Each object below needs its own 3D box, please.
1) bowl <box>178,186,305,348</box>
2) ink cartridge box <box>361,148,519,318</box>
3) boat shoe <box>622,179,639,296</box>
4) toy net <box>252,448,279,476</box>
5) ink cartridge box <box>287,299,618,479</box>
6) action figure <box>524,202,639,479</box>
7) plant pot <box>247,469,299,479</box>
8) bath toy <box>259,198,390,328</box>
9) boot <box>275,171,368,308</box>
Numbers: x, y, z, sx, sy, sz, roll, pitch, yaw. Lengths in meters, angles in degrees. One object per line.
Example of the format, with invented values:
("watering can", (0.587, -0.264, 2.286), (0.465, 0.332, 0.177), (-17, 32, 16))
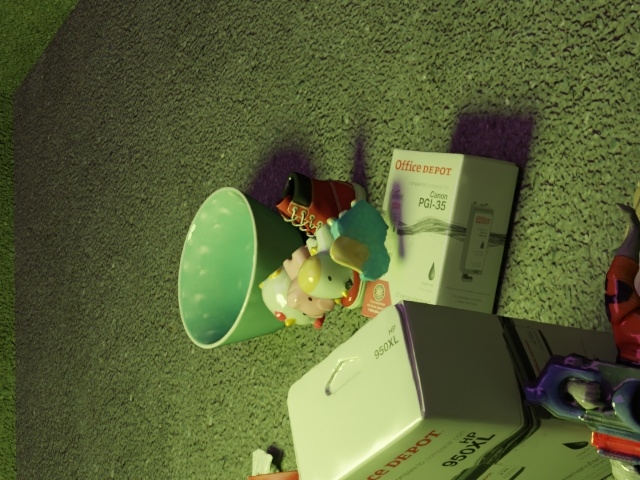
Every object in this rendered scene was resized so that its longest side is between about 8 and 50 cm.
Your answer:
("bowl", (-0.134, 0.061, 2.531), (0.311, 0.163, 0.311), (-23, 62, 55))
("ink cartridge box", (0.186, 0.002, 2.069), (0.207, 0.117, 0.283), (12, 92, 60))
("boat shoe", (0.445, -0.051, 1.679), (0.098, 0.109, 0.302), (35, 116, 55))
("toy net", (-0.082, 0.490, 2.437), (0.122, 0.045, 0.232), (-63, 33, 29))
("ink cartridge box", (0.196, 0.234, 1.716), (0.285, 0.395, 0.166), (-45, 44, 44))
("action figure", (0.436, 0.153, 1.533), (0.341, 0.178, 0.330), (19, 95, 28))
("plant pot", (-0.022, 0.475, 2.211), (0.191, 0.191, 0.174), (-24, 71, 54))
("bath toy", (0.001, 0.063, 2.170), (0.129, 0.151, 0.348), (51, 150, 2))
("boot", (0.000, 0.000, 2.319), (0.088, 0.176, 0.244), (-33, 55, 48))
